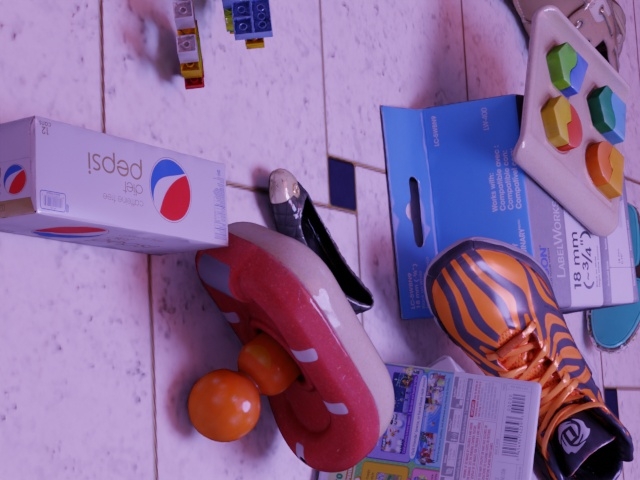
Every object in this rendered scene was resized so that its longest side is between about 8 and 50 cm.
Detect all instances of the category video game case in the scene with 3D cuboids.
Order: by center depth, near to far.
[{"bbox_3d":[0.097,0.217,1.216,0.023,0.193,0.212,81,18,-60],"label":"video game case"}]

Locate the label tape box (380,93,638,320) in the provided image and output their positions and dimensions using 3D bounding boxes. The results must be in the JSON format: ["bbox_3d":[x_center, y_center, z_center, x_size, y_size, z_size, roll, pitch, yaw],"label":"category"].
[{"bbox_3d":[0.224,-0.035,1.491,0.334,0.106,0.240,0,82,-48],"label":"label tape box"}]

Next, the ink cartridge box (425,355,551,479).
[{"bbox_3d":[0.169,0.235,1.355,0.212,0.093,0.154,45,16,-46],"label":"ink cartridge box"}]

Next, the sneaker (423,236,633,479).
[{"bbox_3d":[0.231,0.138,1.338,0.321,0.125,0.180,46,11,-32],"label":"sneaker"}]

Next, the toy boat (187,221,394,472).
[{"bbox_3d":[-0.045,0.108,1.087,0.151,0.151,0.231,-41,122,-19],"label":"toy boat"}]

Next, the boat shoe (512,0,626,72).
[{"bbox_3d":[0.337,-0.294,1.767,0.341,0.122,0.110,23,63,-55],"label":"boat shoe"}]

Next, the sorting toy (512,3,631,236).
[{"bbox_3d":[0.293,-0.136,1.482,0.193,0.038,0.208,37,55,-36],"label":"sorting toy"}]

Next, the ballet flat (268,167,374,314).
[{"bbox_3d":[0.000,0.000,1.234,0.173,0.049,0.057,60,37,-31],"label":"ballet flat"}]

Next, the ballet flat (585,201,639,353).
[{"bbox_3d":[0.426,0.060,1.871,0.077,0.091,0.241,70,30,-61],"label":"ballet flat"}]

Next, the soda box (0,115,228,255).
[{"bbox_3d":[-0.159,-0.035,0.967,0.216,0.074,0.069,12,73,-57],"label":"soda box"}]

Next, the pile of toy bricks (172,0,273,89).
[{"bbox_3d":[-0.080,-0.229,1.129,0.105,0.118,0.212,87,-4,-71],"label":"pile of toy bricks"}]
